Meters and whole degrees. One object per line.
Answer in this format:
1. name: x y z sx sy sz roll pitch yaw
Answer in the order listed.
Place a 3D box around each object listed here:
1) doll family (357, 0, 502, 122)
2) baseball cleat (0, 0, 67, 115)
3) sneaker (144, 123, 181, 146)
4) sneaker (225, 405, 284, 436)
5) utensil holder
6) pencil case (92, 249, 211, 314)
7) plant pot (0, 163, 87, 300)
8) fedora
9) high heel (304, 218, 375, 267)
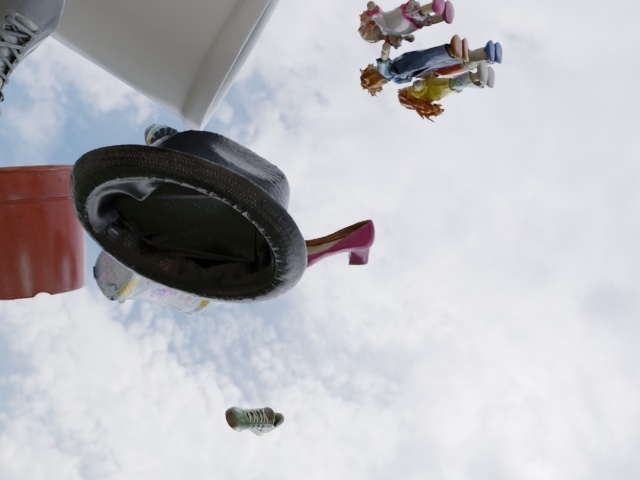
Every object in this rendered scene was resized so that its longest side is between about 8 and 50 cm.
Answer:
1. doll family: 0.149 -0.252 0.932 0.163 0.262 0.119 -6 -103 39
2. baseball cleat: -0.298 -0.158 0.580 0.206 0.072 0.109 -41 -117 11
3. sneaker: -0.314 -0.178 1.515 0.110 0.283 0.122 -42 -142 -8
4. sneaker: -0.158 0.444 1.590 0.086 0.192 0.064 -26 -122 12
5. utensil holder: -0.282 -0.414 1.018 0.385 0.328 0.328 30 -65 -10
6. pencil case: -0.342 0.083 1.336 0.113 0.273 0.124 -22 -112 24
7. plant pot: -0.617 -0.020 1.340 0.272 0.272 0.265 -1 -84 35
8. fedora: -0.163 -0.054 0.869 0.333 0.334 0.153 -12 -137 35
9. high heel: 0.000 0.000 1.405 0.243 0.082 0.117 4 -54 -1
